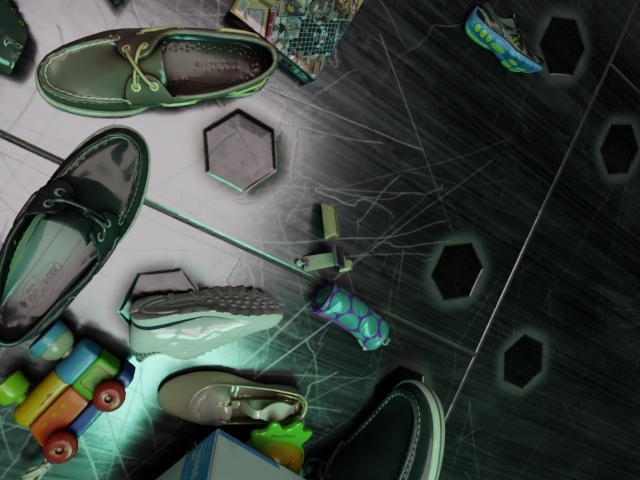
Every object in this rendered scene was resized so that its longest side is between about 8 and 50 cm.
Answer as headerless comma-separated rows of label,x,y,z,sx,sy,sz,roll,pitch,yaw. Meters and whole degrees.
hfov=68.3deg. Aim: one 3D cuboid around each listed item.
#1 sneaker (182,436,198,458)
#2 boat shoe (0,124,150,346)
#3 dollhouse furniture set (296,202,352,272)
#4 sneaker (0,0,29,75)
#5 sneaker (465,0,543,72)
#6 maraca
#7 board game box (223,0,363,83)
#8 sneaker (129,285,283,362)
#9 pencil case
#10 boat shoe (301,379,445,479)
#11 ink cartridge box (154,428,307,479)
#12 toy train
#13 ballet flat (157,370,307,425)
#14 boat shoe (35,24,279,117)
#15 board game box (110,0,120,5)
sneaker,-0.216,0.366,0.778,0.035,0.031,0.083,-4,99,-22
boat shoe,-0.338,-0.007,0.628,0.127,0.113,0.340,39,82,-23
dollhouse furniture set,0.000,0.000,0.828,0.081,0.091,0.114,-11,77,19
sneaker,-0.417,-0.323,0.581,0.118,0.083,0.222,17,84,-42
sneaker,0.359,-0.381,0.889,0.188,0.067,0.078,29,92,-21
maraca,-0.083,0.363,0.783,0.127,0.099,0.185,8,119,-29
board game box,-0.017,-0.399,0.743,0.165,0.042,0.243,33,84,-23
sneaker,-0.175,0.134,0.743,0.235,0.090,0.094,-1,111,-19
pencil case,0.055,0.137,0.839,0.152,0.064,0.070,39,66,-22
boat shoe,0.044,0.462,0.821,0.156,0.187,0.500,34,89,-29
ink cartridge box,-0.172,0.454,0.694,0.223,0.129,0.307,40,109,-22
toy train,-0.394,0.240,0.651,0.143,0.105,0.248,46,80,-15
ballet flat,-0.134,0.266,0.771,0.248,0.086,0.086,10,94,-23
boat shoe,-0.218,-0.239,0.653,0.324,0.097,0.116,-10,102,-21
board game box,-0.258,-0.458,0.626,0.194,0.060,0.194,-39,110,-14
